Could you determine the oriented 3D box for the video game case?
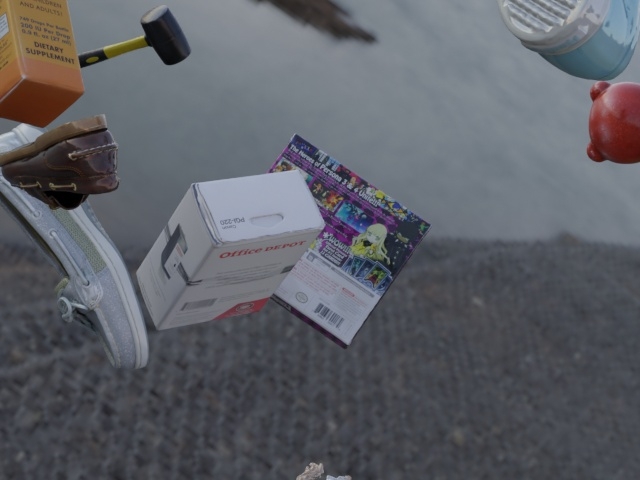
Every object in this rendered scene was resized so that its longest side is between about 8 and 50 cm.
[{"bbox_3d":[0.000,0.000,2.067,0.232,0.210,0.042,34,-16,5],"label":"video game case"}]

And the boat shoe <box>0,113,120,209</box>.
[{"bbox_3d":[-0.238,-0.062,1.369,0.207,0.073,0.073,-7,-78,64],"label":"boat shoe"}]

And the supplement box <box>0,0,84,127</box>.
[{"bbox_3d":[-0.300,-0.232,1.488,0.078,0.080,0.233,9,55,-44],"label":"supplement box"}]

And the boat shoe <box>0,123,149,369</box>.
[{"bbox_3d":[-0.299,0.016,1.763,0.320,0.103,0.118,62,-16,1],"label":"boat shoe"}]

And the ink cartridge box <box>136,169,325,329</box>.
[{"bbox_3d":[-0.115,0.012,1.873,0.158,0.218,0.092,-9,66,-33],"label":"ink cartridge box"}]

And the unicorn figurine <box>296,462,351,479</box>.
[{"bbox_3d":[0.032,0.345,1.914,0.162,0.060,0.111,24,14,20],"label":"unicorn figurine"}]

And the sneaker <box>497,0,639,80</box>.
[{"bbox_3d":[0.242,-0.313,1.402,0.135,0.366,0.150,-3,-23,35],"label":"sneaker"}]

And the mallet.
[{"bbox_3d":[-0.229,-0.206,1.704,0.062,0.190,0.039,53,36,-27],"label":"mallet"}]

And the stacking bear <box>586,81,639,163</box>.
[{"bbox_3d":[0.489,-0.147,1.944,0.289,0.175,0.164,4,17,19],"label":"stacking bear"}]
